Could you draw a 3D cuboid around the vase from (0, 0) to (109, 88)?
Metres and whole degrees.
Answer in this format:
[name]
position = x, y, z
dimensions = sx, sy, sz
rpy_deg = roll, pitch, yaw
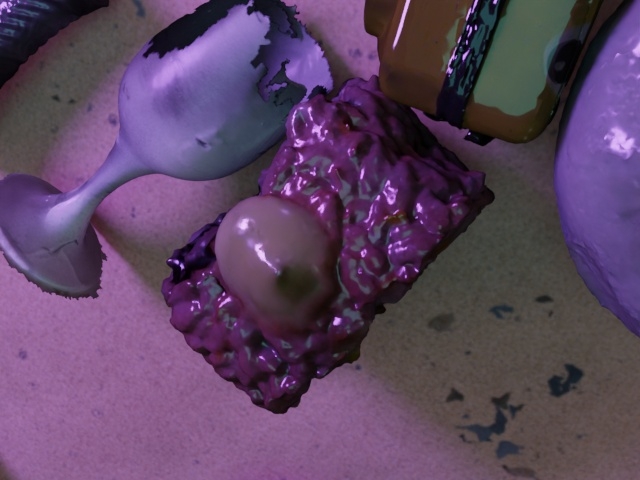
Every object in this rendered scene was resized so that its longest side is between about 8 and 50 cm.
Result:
[vase]
position = -0.304, -0.173, 0.691
dimensions = 0.237, 0.115, 0.115
rpy_deg = -35, 98, 17

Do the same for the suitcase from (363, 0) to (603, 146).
[suitcase]
position = 0.129, -0.188, 0.539
dimensions = 0.143, 0.194, 0.235
rpy_deg = 22, 107, 12

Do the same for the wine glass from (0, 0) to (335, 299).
[wine glass]
position = -0.141, -0.085, 0.666
dimensions = 0.321, 0.143, 0.143
rpy_deg = -37, 97, 18

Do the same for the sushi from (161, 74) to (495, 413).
[sushi]
position = 0.000, 0.000, 0.615
dimensions = 0.171, 0.236, 0.270
rpy_deg = 46, 115, 4

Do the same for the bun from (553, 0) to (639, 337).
[bun]
position = 0.328, -0.051, 0.499
dimensions = 0.354, 0.194, 0.354
rpy_deg = -7, 121, -12
